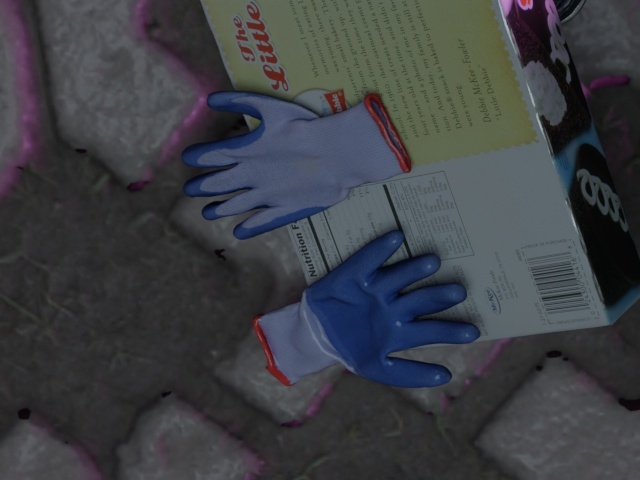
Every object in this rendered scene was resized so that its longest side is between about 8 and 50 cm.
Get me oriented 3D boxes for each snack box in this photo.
[{"bbox_3d":[0.040,-0.097,1.025,0.187,0.060,0.322,-9,109,36],"label":"snack box"}]

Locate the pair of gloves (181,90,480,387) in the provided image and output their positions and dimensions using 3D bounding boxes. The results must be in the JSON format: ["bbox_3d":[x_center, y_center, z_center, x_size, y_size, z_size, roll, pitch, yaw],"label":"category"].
[{"bbox_3d":[0.000,0.000,1.049,0.159,0.023,0.198,-16,105,40],"label":"pair of gloves"}]

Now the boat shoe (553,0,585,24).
[{"bbox_3d":[0.116,-0.235,1.000,0.095,0.079,0.254,4,108,5],"label":"boat shoe"}]
